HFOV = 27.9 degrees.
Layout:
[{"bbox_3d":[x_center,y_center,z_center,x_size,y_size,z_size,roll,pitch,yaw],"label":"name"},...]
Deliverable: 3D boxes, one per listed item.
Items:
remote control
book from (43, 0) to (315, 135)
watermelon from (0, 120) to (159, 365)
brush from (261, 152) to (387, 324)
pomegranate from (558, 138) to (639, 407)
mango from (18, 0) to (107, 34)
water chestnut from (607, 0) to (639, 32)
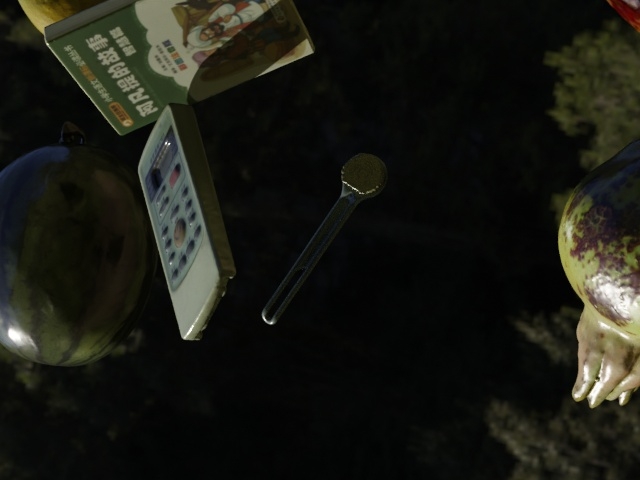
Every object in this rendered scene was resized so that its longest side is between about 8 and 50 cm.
[{"bbox_3d":[-0.156,-0.025,1.477,0.123,0.038,0.285,-59,36,40],"label":"remote control"},{"bbox_3d":[-0.157,-0.231,1.494,0.202,0.264,0.027,58,-169,-58],"label":"book"},{"bbox_3d":[-0.380,0.008,1.935,0.279,0.279,0.359,62,-146,-77],"label":"watermelon"},{"bbox_3d":[0.000,0.000,1.699,0.266,0.062,0.027,-56,-19,6],"label":"brush"},{"bbox_3d":[0.316,0.030,1.290,0.276,0.204,0.222,-45,-3,24],"label":"pomegranate"},{"bbox_3d":[-0.327,-0.323,1.652,0.130,0.195,0.092,-55,-9,4],"label":"mango"},{"bbox_3d":[0.337,-0.308,0.953,0.347,0.335,0.335,113,178,-46],"label":"water chestnut"}]
